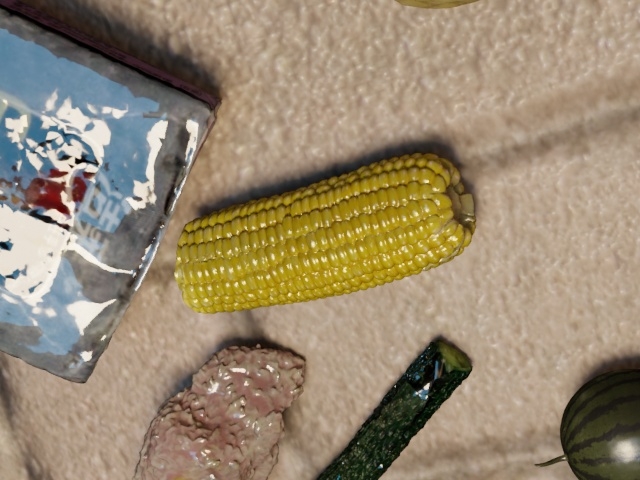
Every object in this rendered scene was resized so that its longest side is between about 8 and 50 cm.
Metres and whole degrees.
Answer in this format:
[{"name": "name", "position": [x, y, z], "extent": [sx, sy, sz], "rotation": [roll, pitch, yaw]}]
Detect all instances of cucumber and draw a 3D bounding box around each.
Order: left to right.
[{"name": "cucumber", "position": [0.036, 0.184, 1.255], "extent": [0.043, 0.044, 0.256], "rotation": [36, 115, -4]}]

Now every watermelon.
[{"name": "watermelon", "position": [0.228, 0.154, 1.152], "extent": [0.133, 0.105, 0.105], "rotation": [-14, 105, -1]}]

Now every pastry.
[{"name": "pastry", "position": [-0.103, 0.210, 1.267], "extent": [0.103, 0.112, 0.265], "rotation": [28, 113, 17]}]

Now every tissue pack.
[{"name": "tissue pack", "position": [-0.287, -0.075, 1.178], "extent": [0.361, 0.122, 0.259], "rotation": [27, 104, -4]}]

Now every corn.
[{"name": "corn", "position": [0.000, 0.000, 1.174], "extent": [0.244, 0.093, 0.093], "rotation": [-16, 104, 21]}]

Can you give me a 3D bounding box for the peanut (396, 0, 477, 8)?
[{"name": "peanut", "position": [0.154, -0.244, 1.019], "extent": [0.313, 0.152, 0.152], "rotation": [-16, 103, 23]}]
